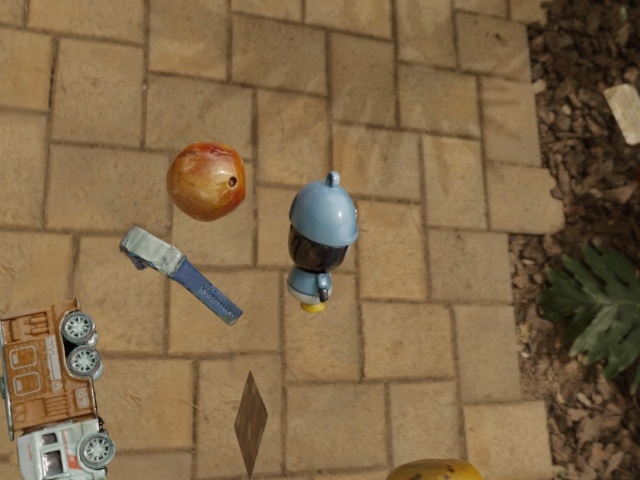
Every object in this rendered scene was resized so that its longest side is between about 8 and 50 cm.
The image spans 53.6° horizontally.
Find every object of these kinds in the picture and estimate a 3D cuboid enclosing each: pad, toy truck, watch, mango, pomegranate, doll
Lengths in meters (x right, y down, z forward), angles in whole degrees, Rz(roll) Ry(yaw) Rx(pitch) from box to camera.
[{"bbox_3d":[-0.162,0.414,1.449,0.003,0.235,0.158,13,100,-19],"label":"pad"},{"bbox_3d":[-0.443,0.260,1.058,0.162,0.136,0.305,-9,75,-20],"label":"toy truck"},{"bbox_3d":[-0.309,0.087,1.403,0.276,0.274,0.068,30,71,6],"label":"watch"},{"bbox_3d":[0.085,0.193,0.475,0.079,0.114,0.057,-15,75,15],"label":"mango"},{"bbox_3d":[-0.282,-0.150,1.605,0.209,0.209,0.209,4,78,-20],"label":"pomegranate"},{"bbox_3d":[0.000,0.000,1.322,0.141,0.177,0.314,-4,124,-24],"label":"doll"}]
